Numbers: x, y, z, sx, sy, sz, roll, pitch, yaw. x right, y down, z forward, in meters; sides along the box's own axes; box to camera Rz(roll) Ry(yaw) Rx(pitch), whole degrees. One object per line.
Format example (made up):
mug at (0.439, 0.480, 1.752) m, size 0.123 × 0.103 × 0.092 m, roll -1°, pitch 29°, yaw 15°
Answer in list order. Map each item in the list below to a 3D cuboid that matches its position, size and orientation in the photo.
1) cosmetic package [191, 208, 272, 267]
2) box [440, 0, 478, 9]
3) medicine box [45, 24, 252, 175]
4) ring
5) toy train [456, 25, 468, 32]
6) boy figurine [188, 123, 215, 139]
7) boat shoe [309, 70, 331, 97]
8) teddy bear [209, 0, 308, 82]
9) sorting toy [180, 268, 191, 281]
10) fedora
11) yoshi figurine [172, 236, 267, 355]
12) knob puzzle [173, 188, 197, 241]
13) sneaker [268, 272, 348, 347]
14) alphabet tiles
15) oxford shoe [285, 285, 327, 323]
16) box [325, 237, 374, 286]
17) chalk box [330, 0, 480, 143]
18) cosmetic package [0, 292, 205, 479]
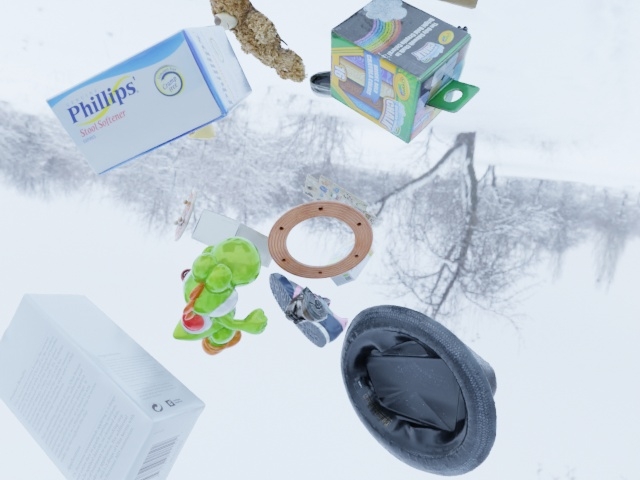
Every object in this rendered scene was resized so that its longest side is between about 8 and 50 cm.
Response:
cosmetic package at (-0.288, -0.001, 1.628) m, size 0.160 × 0.113 × 0.309 m, roll 21°, pitch 174°, yaw 20°
box at (0.265, -0.604, 0.994) m, size 0.201 × 0.164 × 0.021 m, roll 5°, pitch -154°, yaw -14°
medicine box at (-0.294, -0.273, 0.873) m, size 0.264 × 0.149 × 0.289 m, roll -21°, pitch -156°, yaw 12°
ring at (0.000, 0.000, 1.485) m, size 0.337 × 0.336 × 0.032 m, roll 6°, pitch -139°, yaw -11°
toy train at (0.427, -0.717, 1.594) m, size 0.158 × 0.036 × 0.027 m, roll 18°, pitch -130°, yaw 29°
boy figurine at (-0.417, -0.431, 1.435) m, size 0.177 × 0.285 × 0.092 m, roll -26°, pitch 177°, yaw 43°
boat shoe at (0.078, -0.433, 1.292) m, size 0.220 × 0.077 × 0.070 m, roll 0°, pitch 177°, yaw 6°
teddy bear at (-0.176, -0.559, 1.301) m, size 0.245 × 0.113 × 0.338 m, roll 47°, pitch -173°, yaw 38°
sorting toy at (-0.390, 0.131, 1.428) m, size 0.061 × 0.102 × 0.042 m, roll -26°, pitch 150°, yaw -4°
fedora at (0.194, 0.251, 0.858) m, size 0.153 × 0.333 × 0.334 m, roll -13°, pitch -161°, yaw -41°
yoshi figurine at (-0.214, 0.115, 1.048) m, size 0.204 × 0.202 × 0.362 m, roll 8°, pitch 148°, yaw -11°
knob puzzle at (-0.468, -0.086, 1.586) m, size 0.030 × 0.213 × 0.213 m, roll 22°, pitch -179°, yaw -23°
sneaker at (-0.043, 0.209, 1.527) m, size 0.131 × 0.112 × 0.319 m, roll -25°, pitch -124°, yaw -32°
alphabet tiles at (0.078, -0.156, 2.008) m, size 0.343 × 0.011 × 0.285 m, roll 32°, pitch 160°, yaw 5°
oxford shoe at (-0.041, 0.182, 1.186) m, size 0.096 × 0.082 × 0.227 m, roll -38°, pitch -178°, yaw -5°
box at (0.122, 0.083, 1.965) m, size 0.114 × 0.103 × 0.203 m, roll -26°, pitch -163°, yaw 46°
chalk box at (0.183, -0.346, 0.974) m, size 0.289 × 0.180 × 0.179 m, roll 39°, pitch 158°, yaw 20°
cosmetic package at (-0.493, 0.325, 1.001) m, size 0.453 × 0.230 × 0.161 m, roll 32°, pitch -173°, yaw 24°
